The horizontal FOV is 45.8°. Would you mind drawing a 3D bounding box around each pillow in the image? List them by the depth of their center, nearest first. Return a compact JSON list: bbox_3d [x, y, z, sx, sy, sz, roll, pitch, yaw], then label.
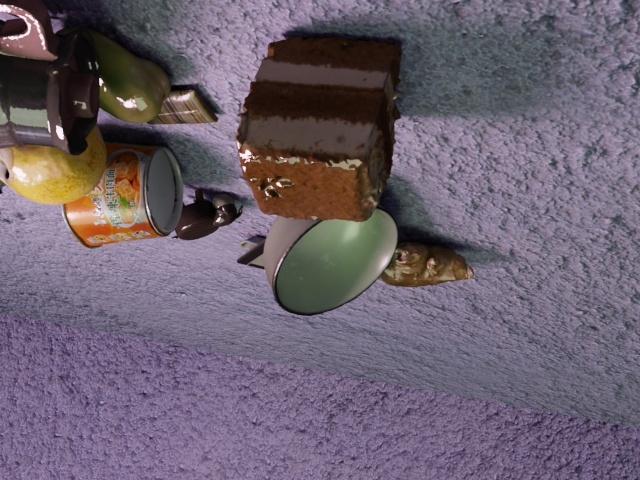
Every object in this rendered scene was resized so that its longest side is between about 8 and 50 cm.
[{"bbox_3d":[-0.340,-0.298,1.706,0.203,0.038,0.113,2,151,28],"label":"pillow"}]

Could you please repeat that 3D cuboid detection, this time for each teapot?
[{"bbox_3d":[-0.597,-0.309,1.378,0.361,0.306,0.376,4,149,-5],"label":"teapot"}]

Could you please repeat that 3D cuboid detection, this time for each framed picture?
[{"bbox_3d":[-0.050,0.070,2.286,0.347,0.016,0.265,16,157,-22],"label":"framed picture"}]

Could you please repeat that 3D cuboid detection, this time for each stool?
[{"bbox_3d":[-0.319,-0.077,2.069,0.217,0.121,0.125,-23,162,12],"label":"stool"}]

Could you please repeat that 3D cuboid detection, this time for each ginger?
[{"bbox_3d":[0.271,0.059,2.016,0.270,0.123,0.219,-9,160,28],"label":"ginger"}]

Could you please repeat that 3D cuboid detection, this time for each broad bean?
[{"bbox_3d":[-0.444,-0.347,1.588,0.263,0.121,0.189,33,144,-8],"label":"broad bean"}]

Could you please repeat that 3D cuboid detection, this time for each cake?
[{"bbox_3d":[0.011,-0.203,1.418,0.282,0.290,0.256,6,155,12],"label":"cake"}]

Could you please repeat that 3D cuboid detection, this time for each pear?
[{"bbox_3d":[-0.591,-0.204,1.661,0.271,0.271,0.271,12,155,6],"label":"pear"}]

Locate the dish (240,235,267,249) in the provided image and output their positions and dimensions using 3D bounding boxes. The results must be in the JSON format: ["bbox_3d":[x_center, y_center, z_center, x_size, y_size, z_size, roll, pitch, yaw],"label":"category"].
[{"bbox_3d":[-0.170,0.013,2.265,0.137,0.039,0.091,18,156,-12],"label":"dish"}]

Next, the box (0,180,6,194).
[{"bbox_3d":[-0.927,-0.228,1.933,0.206,0.291,0.262,11,161,34],"label":"box"}]

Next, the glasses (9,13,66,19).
[{"bbox_3d":[-0.617,-0.485,1.451,0.255,0.095,0.162,19,-177,-11],"label":"glasses"}]

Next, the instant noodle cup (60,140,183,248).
[{"bbox_3d":[-0.484,-0.122,1.909,0.214,0.296,0.296,-1,152,12],"label":"instant noodle cup"}]

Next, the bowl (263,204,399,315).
[{"bbox_3d":[0.000,0.000,1.887,0.185,0.354,0.354,53,-179,38],"label":"bowl"}]
